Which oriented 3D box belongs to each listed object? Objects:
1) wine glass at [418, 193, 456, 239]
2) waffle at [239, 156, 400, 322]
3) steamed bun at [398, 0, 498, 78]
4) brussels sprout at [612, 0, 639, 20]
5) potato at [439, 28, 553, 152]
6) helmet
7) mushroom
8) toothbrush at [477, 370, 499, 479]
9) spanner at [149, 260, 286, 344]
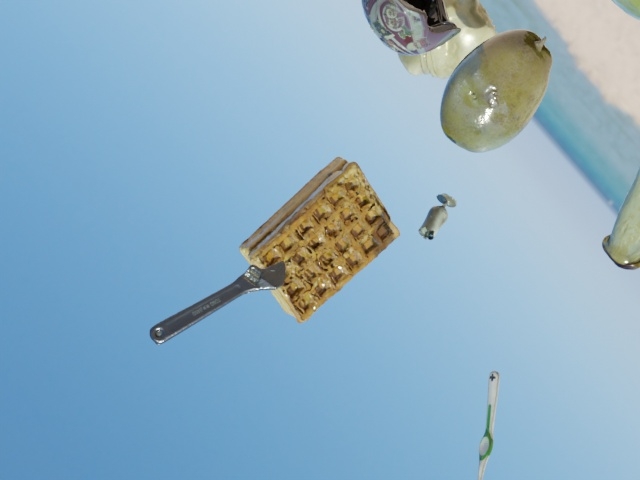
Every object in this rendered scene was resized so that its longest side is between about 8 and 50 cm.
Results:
[{"bbox_3d":[0.198,-0.040,1.848,0.042,0.083,0.039,19,154,31],"label":"wine glass"},{"bbox_3d":[0.001,0.000,2.260,0.213,0.308,0.091,55,164,-26],"label":"waffle"},{"bbox_3d":[0.234,-0.486,2.335,0.289,0.203,0.276,55,-175,-6],"label":"steamed bun"},{"bbox_3d":[0.659,-0.592,2.070,0.425,0.342,0.361,33,162,-35],"label":"brussels sprout"},{"bbox_3d":[0.318,-0.272,1.922,0.159,0.251,0.174,47,-145,13],"label":"potato"},{"bbox_3d":[0.126,-0.357,1.693,0.177,0.107,0.153,21,-142,-32],"label":"helmet"},{"bbox_3d":[0.656,-0.081,2.147,0.100,0.312,0.081,35,-146,27],"label":"mushroom"},{"bbox_3d":[0.346,0.422,2.242,0.030,0.030,0.304,30,-114,-56],"label":"toothbrush"},{"bbox_3d":[-0.137,0.084,1.453,0.046,0.208,0.012,61,180,-1],"label":"spanner"}]
